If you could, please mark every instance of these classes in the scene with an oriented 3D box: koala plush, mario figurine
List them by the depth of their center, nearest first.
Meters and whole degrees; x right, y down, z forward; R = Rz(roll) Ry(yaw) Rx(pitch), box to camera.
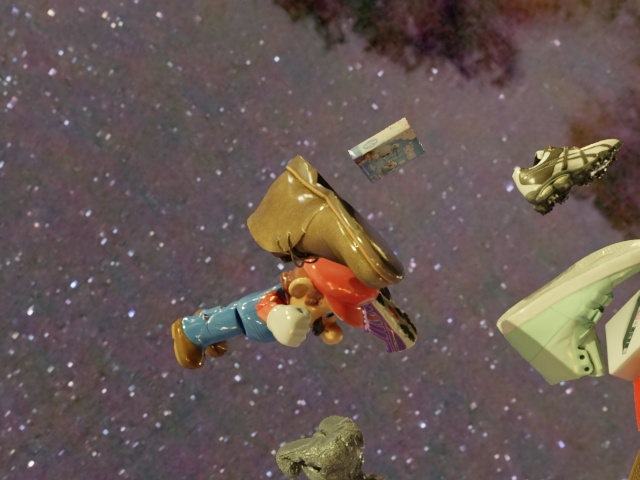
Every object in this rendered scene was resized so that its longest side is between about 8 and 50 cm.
[{"bbox_3d":[-0.055,0.129,1.259,0.170,0.321,0.198,53,-154,-31],"label":"mario figurine"},{"bbox_3d":[0.046,0.539,1.924,0.196,0.203,0.221,-27,-86,-29],"label":"koala plush"}]

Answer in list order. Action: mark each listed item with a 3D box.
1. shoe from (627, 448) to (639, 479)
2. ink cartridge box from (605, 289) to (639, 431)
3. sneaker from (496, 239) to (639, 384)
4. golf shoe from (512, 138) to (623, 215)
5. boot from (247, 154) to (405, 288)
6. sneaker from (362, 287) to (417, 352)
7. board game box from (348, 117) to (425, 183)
[{"bbox_3d":[0.385,0.267,0.933,0.058,0.219,0.076,30,-178,-6],"label":"shoe"},{"bbox_3d":[0.624,0.178,1.535,0.060,0.275,0.238,21,-135,-6],"label":"ink cartridge box"},{"bbox_3d":[0.408,0.113,1.251,0.151,0.256,0.094,52,-154,1],"label":"sneaker"},{"bbox_3d":[0.394,-0.125,1.342,0.198,0.077,0.094,-29,-118,-22],"label":"golf shoe"},{"bbox_3d":[0.000,0.000,0.991,0.112,0.115,0.305,48,179,-29],"label":"boot"},{"bbox_3d":[0.083,0.114,1.351,0.170,0.071,0.068,54,-155,-9],"label":"sneaker"},{"bbox_3d":[0.094,-0.124,1.178,0.020,0.090,0.090,64,-169,25],"label":"board game box"}]
